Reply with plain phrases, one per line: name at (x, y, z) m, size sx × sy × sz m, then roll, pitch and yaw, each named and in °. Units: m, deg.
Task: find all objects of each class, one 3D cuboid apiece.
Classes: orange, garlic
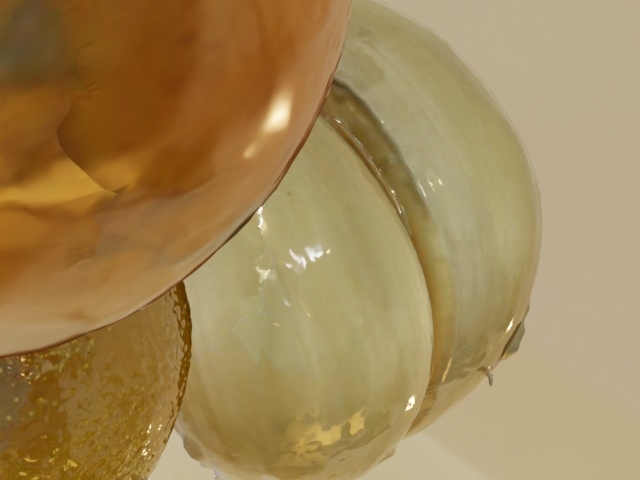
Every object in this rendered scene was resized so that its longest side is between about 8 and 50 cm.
orange at (-0.135, -0.111, 0.643) m, size 0.312 × 0.312 × 0.312 m, roll 16°, pitch -39°, yaw 14°
garlic at (0.000, 0.000, 1.218) m, size 0.249 × 0.286 × 0.313 m, roll 12°, pitch -70°, yaw 62°
orange at (-0.172, 0.056, 0.931) m, size 0.236 × 0.236 × 0.236 m, roll 16°, pitch -39°, yaw 14°
